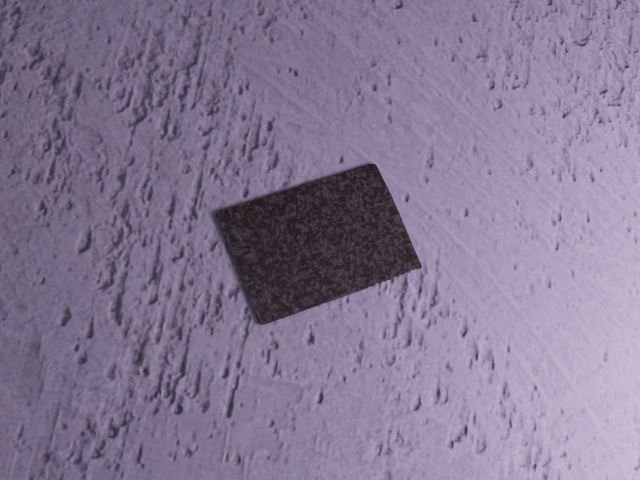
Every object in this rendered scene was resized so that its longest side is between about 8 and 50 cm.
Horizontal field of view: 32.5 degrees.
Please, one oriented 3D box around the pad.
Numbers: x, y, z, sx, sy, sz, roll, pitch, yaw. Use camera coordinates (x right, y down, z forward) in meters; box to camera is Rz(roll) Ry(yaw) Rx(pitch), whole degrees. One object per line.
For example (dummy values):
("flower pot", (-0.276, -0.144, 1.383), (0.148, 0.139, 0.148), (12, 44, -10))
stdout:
("pad", (0.000, 0.000, 1.408), (0.235, 0.003, 0.158), (-19, 78, -20))
